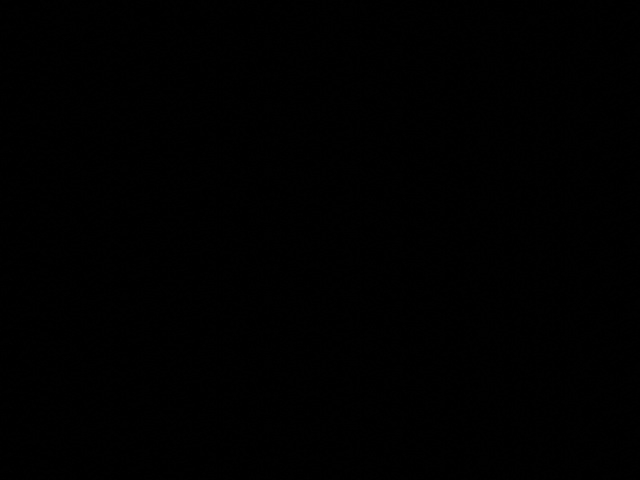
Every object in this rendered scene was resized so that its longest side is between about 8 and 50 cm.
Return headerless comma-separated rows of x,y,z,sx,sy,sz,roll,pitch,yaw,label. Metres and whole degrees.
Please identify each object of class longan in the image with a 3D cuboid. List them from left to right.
-0.019,-0.013,0.181,0.336,0.404,0.404,47,4,-5,longan
